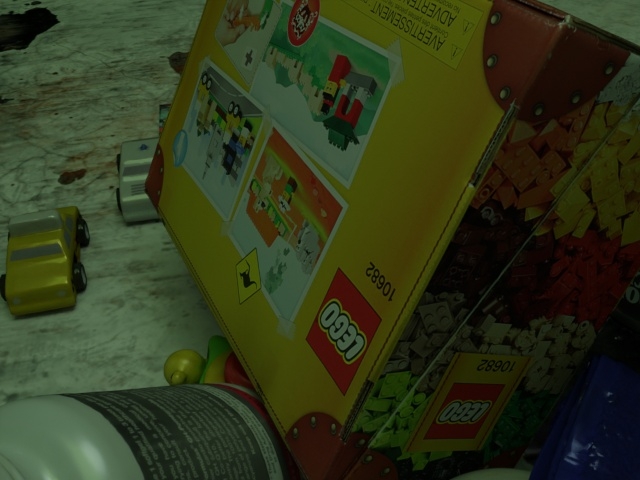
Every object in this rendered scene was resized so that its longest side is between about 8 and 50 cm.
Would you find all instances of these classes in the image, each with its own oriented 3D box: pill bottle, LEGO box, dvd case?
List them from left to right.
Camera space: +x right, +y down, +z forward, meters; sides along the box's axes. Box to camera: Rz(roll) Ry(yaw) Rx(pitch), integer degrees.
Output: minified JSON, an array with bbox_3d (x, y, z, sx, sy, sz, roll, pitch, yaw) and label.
[{"bbox_3d":[-0.151,0.194,0.531,0.176,0.176,0.318,21,2,27],"label":"pill bottle"},{"bbox_3d":[-0.227,-0.201,1.280,0.087,0.013,0.119,-8,40,-6],"label":"dvd case"},{"bbox_3d":[0.037,-0.076,0.707,0.193,0.372,0.500,9,27,-34],"label":"LEGO box"}]

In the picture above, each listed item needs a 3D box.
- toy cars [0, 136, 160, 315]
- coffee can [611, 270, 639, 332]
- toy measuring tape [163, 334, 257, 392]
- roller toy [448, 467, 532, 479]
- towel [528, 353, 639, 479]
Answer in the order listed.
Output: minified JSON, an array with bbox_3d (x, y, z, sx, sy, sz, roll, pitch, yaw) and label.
[{"bbox_3d":[-0.305,-0.055,1.047,0.176,0.087,0.393,18,44,24],"label":"toy cars"},{"bbox_3d":[0.418,-0.052,0.837,0.202,0.275,0.201,-2,38,2],"label":"coffee can"},{"bbox_3d":[-0.004,0.177,0.728,0.330,0.121,0.121,17,42,9],"label":"toy measuring tape"},{"bbox_3d":[0.140,0.281,0.550,0.209,0.146,0.191,20,40,12],"label":"roller toy"},{"bbox_3d":[0.276,0.229,0.488,0.308,0.076,0.227,31,43,14],"label":"towel"}]
